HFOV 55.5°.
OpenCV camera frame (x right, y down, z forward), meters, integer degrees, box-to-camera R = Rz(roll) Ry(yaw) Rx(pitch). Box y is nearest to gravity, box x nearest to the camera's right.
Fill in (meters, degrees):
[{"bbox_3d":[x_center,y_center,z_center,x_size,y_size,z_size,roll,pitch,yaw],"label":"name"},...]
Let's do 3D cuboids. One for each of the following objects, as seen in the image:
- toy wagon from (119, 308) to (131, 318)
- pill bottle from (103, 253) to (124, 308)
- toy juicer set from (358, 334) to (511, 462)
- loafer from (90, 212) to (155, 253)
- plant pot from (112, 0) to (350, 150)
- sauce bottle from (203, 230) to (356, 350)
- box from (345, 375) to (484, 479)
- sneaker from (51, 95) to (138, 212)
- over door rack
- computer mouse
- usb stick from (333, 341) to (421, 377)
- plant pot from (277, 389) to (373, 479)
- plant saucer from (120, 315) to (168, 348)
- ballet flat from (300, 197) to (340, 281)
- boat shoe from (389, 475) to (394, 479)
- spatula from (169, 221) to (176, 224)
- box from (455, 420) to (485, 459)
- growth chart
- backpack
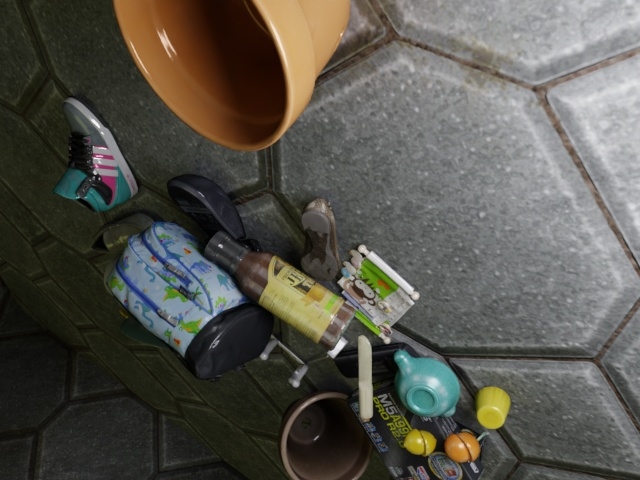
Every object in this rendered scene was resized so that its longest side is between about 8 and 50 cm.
[{"bbox_3d":[-0.604,0.227,2.095,0.267,0.068,0.344,51,148,-14],"label":"toy wagon"},{"bbox_3d":[-0.453,0.136,1.710,0.334,0.188,0.188,15,139,37],"label":"pill bottle"},{"bbox_3d":[0.204,0.335,1.262,0.329,0.089,0.209,24,115,11],"label":"toy juicer set"},{"bbox_3d":[-0.548,-0.007,1.711,0.319,0.111,0.112,-8,121,50],"label":"loafer"},{"bbox_3d":[-0.096,-0.293,0.804,0.291,0.203,0.290,27,144,22],"label":"plant pot"},{"bbox_3d":[-0.091,0.098,1.294,0.344,0.111,0.111,33,147,5],"label":"sauce bottle"},{"bbox_3d":[0.210,0.440,1.388,0.216,0.060,0.270,-30,93,43],"label":"box"},{"bbox_3d":[-0.584,-0.183,1.477,0.124,0.178,0.295,12,137,38],"label":"sneaker"},{"bbox_3d":[-0.106,0.252,1.555,0.239,0.108,0.324,41,148,-1],"label":"over door rack"},{"bbox_3d":[-0.237,-0.063,1.364,0.189,0.072,0.272,11,149,37],"label":"computer mouse"},{"bbox_3d":[0.124,0.277,1.397,0.077,0.045,0.278,55,147,-7],"label":"usb stick"},{"bbox_3d":[-0.012,0.530,1.689,0.263,0.263,0.229,49,165,-12],"label":"plant pot"},{"bbox_3d":[-0.419,0.254,1.782,0.318,0.318,0.043,14,96,37],"label":"plant saucer"},{"bbox_3d":[0.000,0.000,1.200,0.084,0.058,0.250,10,146,11],"label":"ballet flat"},{"bbox_3d":[0.314,0.738,1.698,0.285,0.089,0.104,36,147,9],"label":"boat shoe"},{"bbox_3d":[-0.288,0.058,1.588,0.296,0.030,0.084,43,147,0],"label":"spatula"},{"bbox_3d":[0.278,0.477,1.463,0.220,0.051,0.175,23,142,27],"label":"box"},{"bbox_3d":[0.107,0.110,1.240,0.172,0.021,0.237,37,147,10],"label":"growth chart"},{"bbox_3d":[-0.303,0.120,1.370,0.356,0.290,0.273,22,99,22],"label":"backpack"}]
